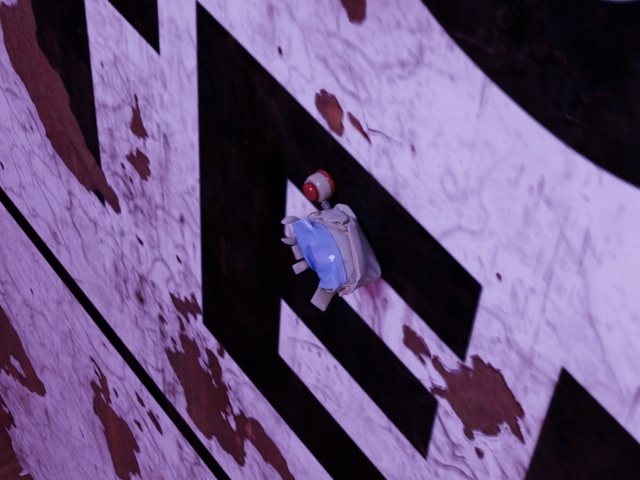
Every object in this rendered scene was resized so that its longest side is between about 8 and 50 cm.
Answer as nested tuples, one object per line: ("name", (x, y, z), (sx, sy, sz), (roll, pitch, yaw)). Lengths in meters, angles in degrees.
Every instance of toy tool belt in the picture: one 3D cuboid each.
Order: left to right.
("toy tool belt", (0.000, 0.000, 0.921), (0.083, 0.051, 0.052), (62, 155, -2))
